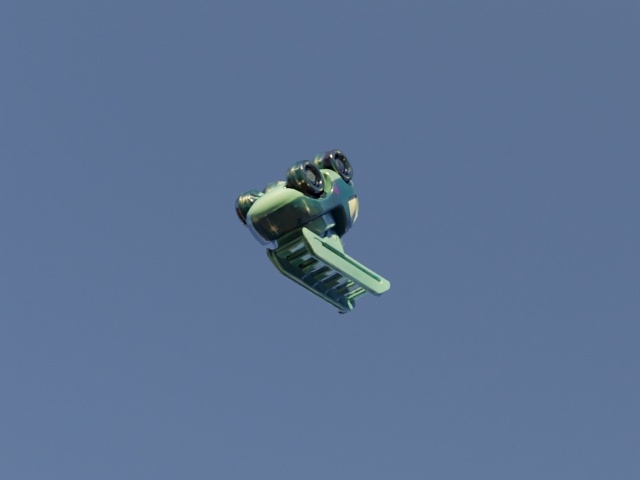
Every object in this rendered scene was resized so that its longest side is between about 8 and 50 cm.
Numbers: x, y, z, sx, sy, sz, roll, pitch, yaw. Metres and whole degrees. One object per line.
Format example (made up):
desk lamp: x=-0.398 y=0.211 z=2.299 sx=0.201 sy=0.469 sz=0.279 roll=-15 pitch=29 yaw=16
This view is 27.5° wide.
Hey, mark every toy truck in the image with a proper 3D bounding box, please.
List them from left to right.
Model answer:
toy truck: x=0.000 y=0.000 z=0.741 sx=0.056 sy=0.073 sz=0.090 roll=-28 pitch=-89 yaw=30
